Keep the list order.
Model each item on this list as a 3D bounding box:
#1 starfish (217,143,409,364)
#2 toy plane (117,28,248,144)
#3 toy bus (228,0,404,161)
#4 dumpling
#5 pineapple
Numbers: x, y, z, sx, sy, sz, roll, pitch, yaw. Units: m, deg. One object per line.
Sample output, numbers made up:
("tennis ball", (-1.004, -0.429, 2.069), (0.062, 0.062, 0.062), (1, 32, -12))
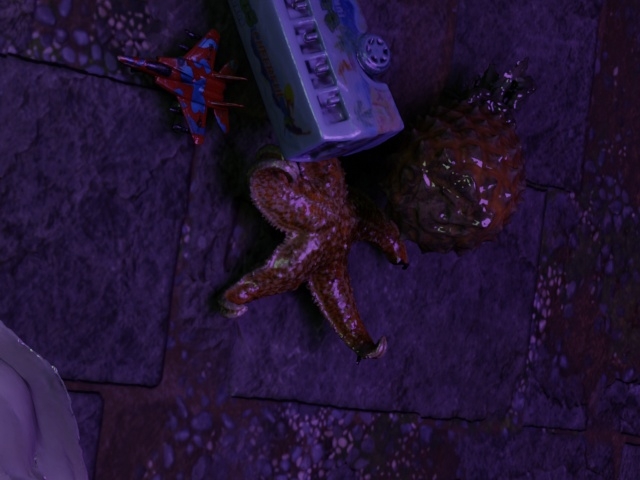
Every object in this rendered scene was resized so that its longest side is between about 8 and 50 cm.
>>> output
("starfish", (0.002, 0.003, 2.253), (0.312, 0.113, 0.303), (-36, 118, -43))
("toy plane", (-0.157, -0.175, 2.098), (0.189, 0.061, 0.130), (13, 84, -43))
("toy bus", (-0.025, -0.252, 2.139), (0.136, 0.109, 0.329), (-16, 84, -41))
("dumpling", (-0.389, 0.149, 1.793), (0.181, 0.341, 0.260), (99, -16, -53))
("pineapple", (0.187, -0.115, 2.339), (0.361, 0.175, 0.175), (-53, 131, -53))
